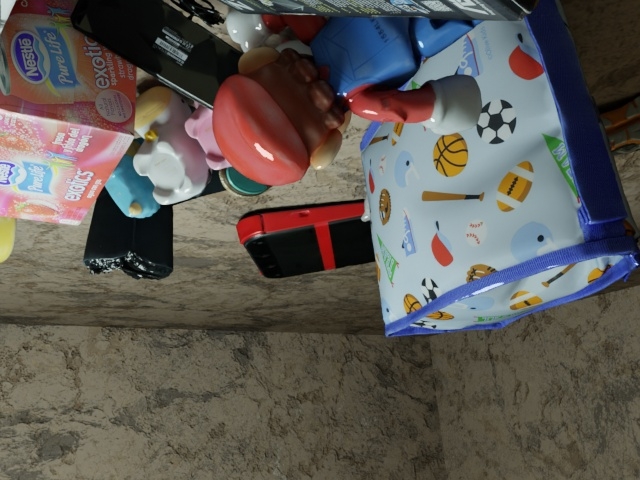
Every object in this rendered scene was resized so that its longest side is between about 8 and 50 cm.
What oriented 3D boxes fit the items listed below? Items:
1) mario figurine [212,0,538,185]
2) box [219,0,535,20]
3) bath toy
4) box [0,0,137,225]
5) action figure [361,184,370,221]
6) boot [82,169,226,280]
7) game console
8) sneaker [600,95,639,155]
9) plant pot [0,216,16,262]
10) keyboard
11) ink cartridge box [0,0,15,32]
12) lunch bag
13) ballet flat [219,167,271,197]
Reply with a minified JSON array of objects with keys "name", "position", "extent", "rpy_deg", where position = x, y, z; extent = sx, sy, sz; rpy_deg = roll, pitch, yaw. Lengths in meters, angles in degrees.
[{"name":"mario figurine","position":[0.033,-0.175,0.570],"extent":[0.321,0.198,0.170],"rpy_deg":[-35,142,18]},{"name":"box","position":[-0.109,-0.233,0.309],"extent":[0.395,0.097,0.318],"rpy_deg":[12,-173,-40]},{"name":"bath toy","position":[-0.126,-0.152,0.754],"extent":[0.348,0.151,0.129],"rpy_deg":[-20,-168,27]},{"name":"box","position":[-0.324,-0.140,0.702],"extent":[0.142,0.154,0.300],"rpy_deg":[8,160,-31]},{"name":"action figure","position":[0.237,-0.078,1.088],"extent":[0.330,0.178,0.341],"rpy_deg":[-3,-164,0]},{"name":"boot","position":[-0.239,-0.040,0.940],"extent":[0.247,0.207,0.094],"rpy_deg":[2,161,-21]},{"name":"game console","position":[0.000,0.000,1.390],"extent":[0.342,0.060,0.386],"rpy_deg":[-11,163,1]},{"name":"sneaker","position":[0.482,-0.174,0.918],"extent":[0.215,0.084,0.083],"rpy_deg":[-9,175,25]},{"name":"plant pot","position":[-0.592,-0.033,0.858],"extent":[0.254,0.254,0.239],"rpy_deg":[-21,171,42]},{"name":"keyboard","position":[-0.146,-0.213,0.617],"extent":[0.192,0.038,0.100],"rpy_deg":[29,115,-25]},{"name":"ink cartridge box","position":[-0.294,-0.230,0.501],"extent":[0.060,0.104,0.180],"rpy_deg":[9,159,-39]},{"name":"lunch bag","position":[0.216,-0.071,0.750],"extent":[0.239,0.327,0.385],"rpy_deg":[-4,161,-14]},{"name":"ballet flat","position":[-0.100,-0.105,0.904],"extent":[0.067,0.073,0.206],"rpy_deg":[-1,-169,32]}]
